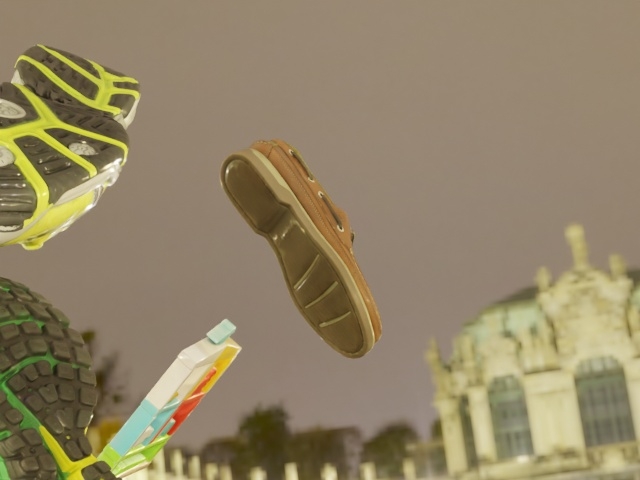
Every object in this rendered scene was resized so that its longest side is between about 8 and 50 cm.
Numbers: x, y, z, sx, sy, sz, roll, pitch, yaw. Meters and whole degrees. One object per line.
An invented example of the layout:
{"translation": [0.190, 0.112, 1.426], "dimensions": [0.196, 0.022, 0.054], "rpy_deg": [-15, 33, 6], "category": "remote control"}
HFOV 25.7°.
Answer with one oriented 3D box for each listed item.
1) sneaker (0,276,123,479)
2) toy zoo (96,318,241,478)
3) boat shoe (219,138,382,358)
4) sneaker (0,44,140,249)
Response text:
{"translation": [-0.252, 0.178, 1.117], "dimensions": [0.134, 0.343, 0.146], "rpy_deg": [0, -32, -44], "category": "sneaker"}
{"translation": [-0.215, 0.233, 2.050], "dimensions": [0.293, 0.030, 0.192], "rpy_deg": [-51, -11, 11], "category": "toy zoo"}
{"translation": [0.000, 0.000, 1.789], "dimensions": [0.104, 0.307, 0.111], "rpy_deg": [-27, -6, -44], "category": "boat shoe"}
{"translation": [-0.235, -0.050, 1.160], "dimensions": [0.145, 0.147, 0.384], "rpy_deg": [22, 18, 0], "category": "sneaker"}
